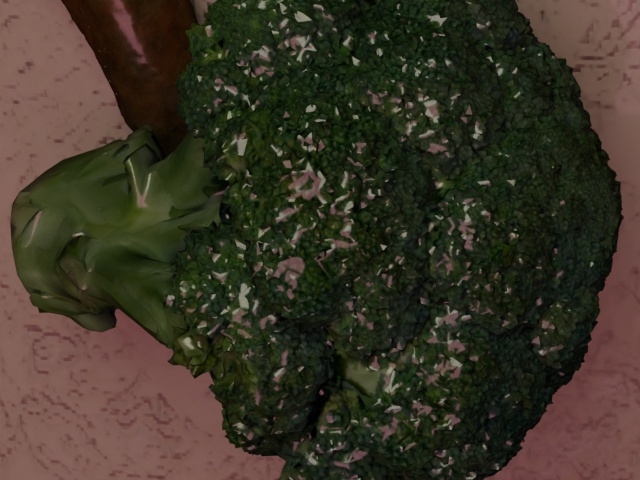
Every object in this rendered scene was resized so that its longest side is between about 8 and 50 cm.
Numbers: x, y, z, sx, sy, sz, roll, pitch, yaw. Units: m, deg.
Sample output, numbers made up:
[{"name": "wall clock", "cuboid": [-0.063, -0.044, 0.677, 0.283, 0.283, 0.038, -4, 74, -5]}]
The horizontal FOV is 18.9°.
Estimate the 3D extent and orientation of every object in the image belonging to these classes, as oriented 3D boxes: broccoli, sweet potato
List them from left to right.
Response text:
[{"name": "sweet potato", "cuboid": [-0.125, -0.155, 0.886, 0.075, 0.075, 0.273, -33, 104, 18]}, {"name": "broccoli", "cuboid": [0.000, 0.000, 0.823, 0.270, 0.270, 0.270, -2, 109, 26]}]
